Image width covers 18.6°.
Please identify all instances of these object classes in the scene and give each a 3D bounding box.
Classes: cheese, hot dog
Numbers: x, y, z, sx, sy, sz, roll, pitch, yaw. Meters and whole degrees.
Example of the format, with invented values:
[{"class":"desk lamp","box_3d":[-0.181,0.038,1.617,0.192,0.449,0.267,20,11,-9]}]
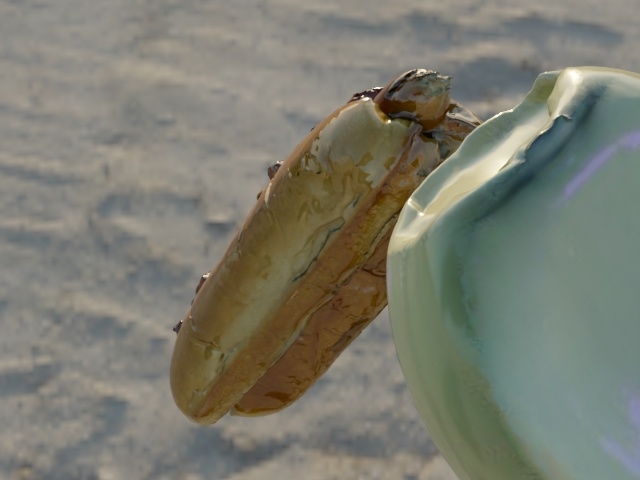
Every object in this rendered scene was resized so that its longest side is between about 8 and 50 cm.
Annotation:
[{"class":"cheese","box_3d":[0.114,0.058,0.585,0.137,0.227,0.064,-41,13,-21]},{"class":"hot dog","box_3d":[0.000,0.000,0.958,0.102,0.249,0.076,-2,53,-39]}]
